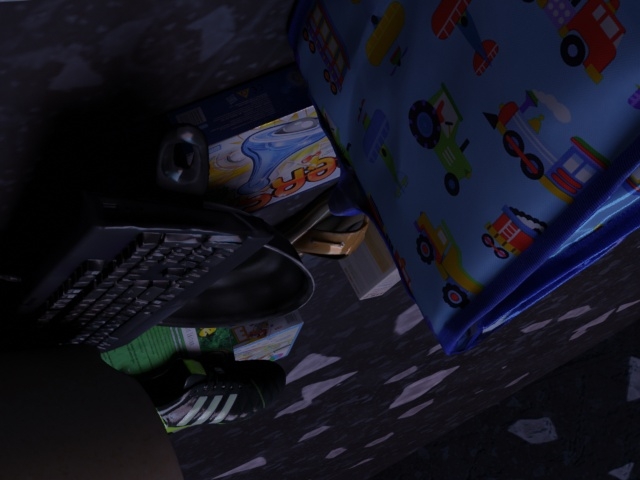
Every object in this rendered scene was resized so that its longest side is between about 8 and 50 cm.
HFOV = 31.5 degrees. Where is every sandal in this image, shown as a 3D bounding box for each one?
[{"bbox_3d":[0.000,0.000,0.988,0.180,0.049,0.072,-31,162,11],"label":"sandal"}]

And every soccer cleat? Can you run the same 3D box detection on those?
[{"bbox_3d":[-0.108,0.139,1.068,0.179,0.060,0.072,-12,136,-30],"label":"soccer cleat"}]

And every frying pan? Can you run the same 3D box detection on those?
[{"bbox_3d":[-0.118,-0.006,0.751,0.197,0.053,0.326,-4,155,14],"label":"frying pan"}]

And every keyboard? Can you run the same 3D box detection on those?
[{"bbox_3d":[-0.179,0.034,0.744,0.202,0.033,0.317,8,158,-25],"label":"keyboard"}]

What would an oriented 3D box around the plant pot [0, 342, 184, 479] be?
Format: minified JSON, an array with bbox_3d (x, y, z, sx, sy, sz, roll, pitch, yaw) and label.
[{"bbox_3d":[-0.264,0.203,0.730,0.306,0.333,0.334,-13,157,-39],"label":"plant pot"}]

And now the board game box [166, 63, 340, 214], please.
[{"bbox_3d":[-0.003,-0.079,0.789,0.201,0.035,0.136,-23,161,-10],"label":"board game box"}]

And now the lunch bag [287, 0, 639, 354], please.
[{"bbox_3d":[0.084,-0.089,0.587,0.138,0.221,0.293,-11,156,-40],"label":"lunch bag"}]

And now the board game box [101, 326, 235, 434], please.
[{"bbox_3d":[-0.148,0.124,1.093,0.136,0.030,0.259,-21,152,-12],"label":"board game box"}]

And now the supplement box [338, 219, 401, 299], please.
[{"bbox_3d":[0.062,0.004,1.066,0.036,0.062,0.098,-10,156,-46],"label":"supplement box"}]

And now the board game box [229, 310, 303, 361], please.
[{"bbox_3d":[-0.100,0.122,1.218,0.154,0.026,0.103,-20,160,-21],"label":"board game box"}]
